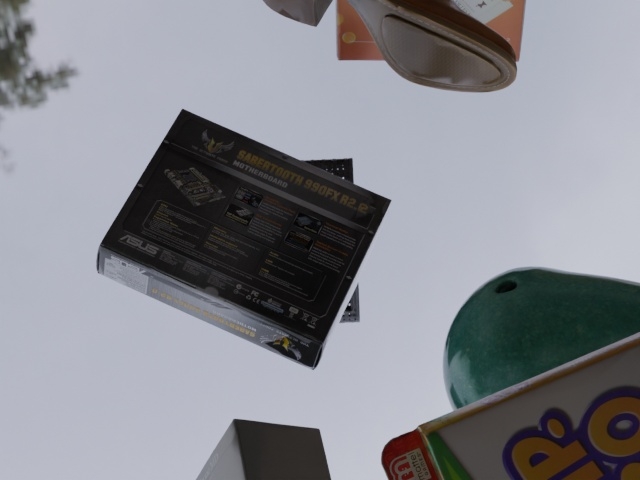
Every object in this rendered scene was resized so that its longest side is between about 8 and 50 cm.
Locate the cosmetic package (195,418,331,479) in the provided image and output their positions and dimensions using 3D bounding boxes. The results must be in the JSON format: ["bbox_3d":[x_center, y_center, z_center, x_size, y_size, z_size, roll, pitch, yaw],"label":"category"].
[{"bbox_3d":[-0.044,0.298,1.402,0.107,0.127,0.238,9,-139,-27],"label":"cosmetic package"}]

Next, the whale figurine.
[{"bbox_3d":[0.226,0.079,1.227,0.272,0.141,0.216,-19,-156,27],"label":"whale figurine"}]

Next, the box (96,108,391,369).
[{"bbox_3d":[-0.071,-0.004,1.425,0.231,0.056,0.183,23,-124,4],"label":"box"}]

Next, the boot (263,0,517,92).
[{"bbox_3d":[0.070,-0.198,1.049,0.197,0.073,0.152,27,-119,6],"label":"boot"}]

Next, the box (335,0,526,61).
[{"bbox_3d":[0.122,-0.382,1.634,0.215,0.345,0.168,0,-136,3],"label":"box"}]

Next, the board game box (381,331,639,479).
[{"bbox_3d":[0.170,0.110,0.744,0.259,0.124,0.039,-22,-179,-2],"label":"board game box"}]

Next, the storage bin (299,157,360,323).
[{"bbox_3d":[0.000,0.000,1.696,0.084,0.122,0.180,-2,-142,2],"label":"storage bin"}]
